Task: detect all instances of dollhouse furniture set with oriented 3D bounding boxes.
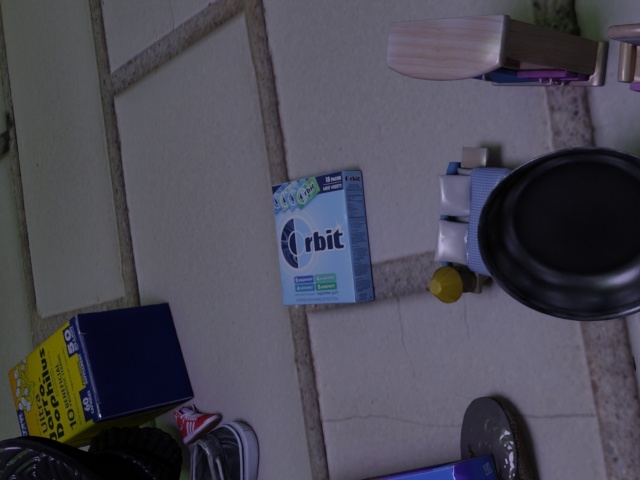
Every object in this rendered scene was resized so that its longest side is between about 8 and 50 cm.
[{"bbox_3d":[0.211,-0.059,0.783,0.286,0.198,0.303,12,102,46],"label":"dollhouse furniture set"}]

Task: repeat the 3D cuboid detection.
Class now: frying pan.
[{"bbox_3d":[0.303,-0.023,0.700,0.326,0.053,0.197,-17,118,28],"label":"frying pan"}]

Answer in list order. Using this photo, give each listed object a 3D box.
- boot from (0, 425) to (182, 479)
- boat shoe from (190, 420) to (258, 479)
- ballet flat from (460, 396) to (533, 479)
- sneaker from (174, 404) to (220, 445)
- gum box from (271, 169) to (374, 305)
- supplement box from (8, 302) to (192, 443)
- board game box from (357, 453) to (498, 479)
[{"bbox_3d":[-0.380,0.378,1.283,0.131,0.348,0.260,-51,22,8],"label":"boot"},{"bbox_3d":[-0.179,0.473,1.298,0.121,0.119,0.335,3,95,47],"label":"boat shoe"},{"bbox_3d":[0.227,0.308,0.908,0.084,0.058,0.250,-29,67,43],"label":"ballet flat"},{"bbox_3d":[-0.226,0.320,1.392,0.118,0.042,0.067,-43,66,42],"label":"sneaker"},{"bbox_3d":[0.000,0.000,1.125,0.157,0.041,0.184,-7,88,47],"label":"gum box"},{"bbox_3d":[-0.438,0.279,1.502,0.356,0.195,0.194,-34,69,43],"label":"supplement box"},{"bbox_3d":[0.083,0.413,0.952,0.347,0.078,0.233,-27,69,42],"label":"board game box"}]
